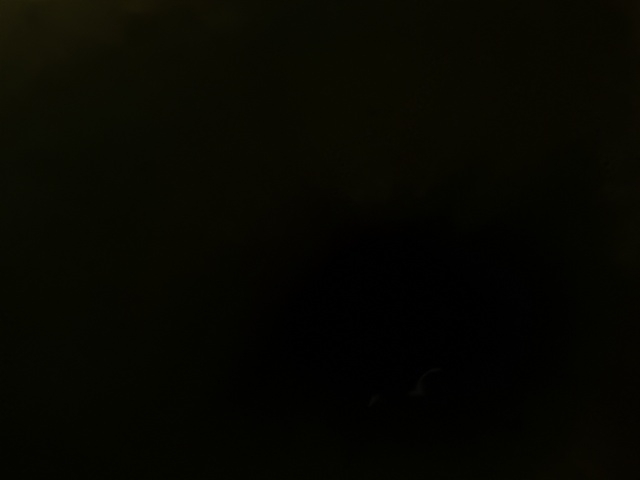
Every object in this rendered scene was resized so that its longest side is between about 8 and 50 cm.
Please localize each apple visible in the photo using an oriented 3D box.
[{"bbox_3d":[0.000,0.000,0.685,0.473,0.474,0.473,-5,-5,0],"label":"apple"}]
